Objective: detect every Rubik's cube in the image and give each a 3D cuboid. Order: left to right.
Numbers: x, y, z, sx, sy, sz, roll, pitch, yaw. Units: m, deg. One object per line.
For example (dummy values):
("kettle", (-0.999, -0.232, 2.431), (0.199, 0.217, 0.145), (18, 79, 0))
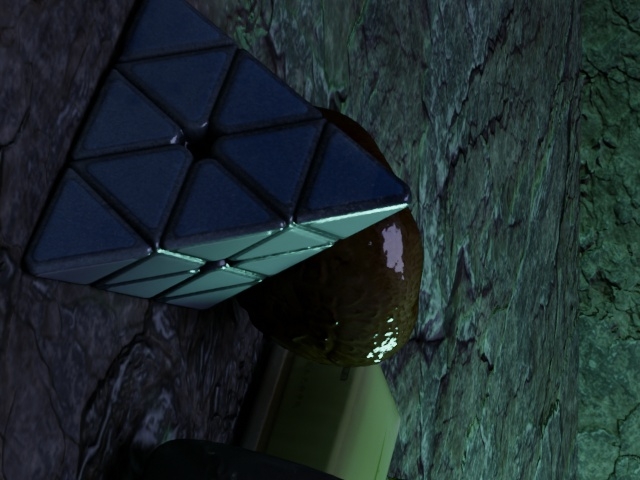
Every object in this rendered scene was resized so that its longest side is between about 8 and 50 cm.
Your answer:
("Rubik's cube", (-0.101, -0.045, 1.341), (0.228, 0.229, 0.233), (-52, -157, 8))

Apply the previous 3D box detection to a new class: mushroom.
("mushroom", (0.000, 0.000, 1.491), (0.153, 0.253, 0.253), (-20, 117, -26))

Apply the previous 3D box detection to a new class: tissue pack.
("tissue pack", (-0.008, 0.235, 1.633), (0.159, 0.125, 0.234), (68, 33, -47))

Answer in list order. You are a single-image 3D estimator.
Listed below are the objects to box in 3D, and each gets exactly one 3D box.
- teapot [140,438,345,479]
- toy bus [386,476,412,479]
("teapot", (-0.087, 0.319, 1.330), (0.305, 0.223, 0.285), (48, 55, -65))
("toy bus", (0.125, 0.382, 1.945), (0.276, 0.164, 0.134), (52, 46, -58))
